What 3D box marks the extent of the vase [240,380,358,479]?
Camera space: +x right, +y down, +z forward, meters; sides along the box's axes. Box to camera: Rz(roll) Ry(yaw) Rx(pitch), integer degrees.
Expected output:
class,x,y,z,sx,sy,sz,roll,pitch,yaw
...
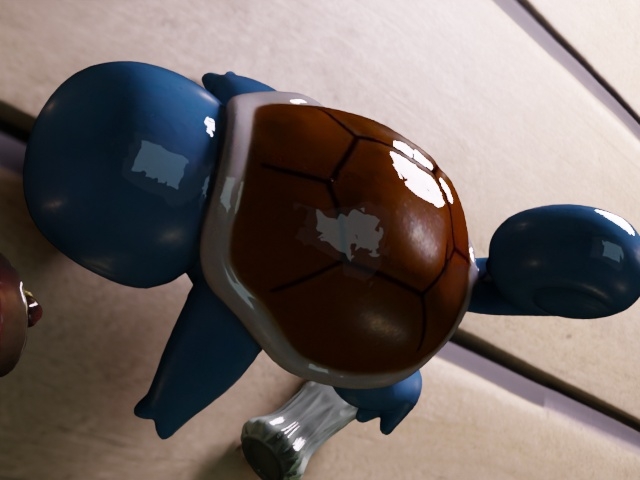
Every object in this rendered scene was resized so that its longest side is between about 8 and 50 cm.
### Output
class,x,y,z,sx,sy,sz,roll,pitch,yaw
vase,0.001,0.140,0.786,0.148,0.081,0.081,-36,112,-39

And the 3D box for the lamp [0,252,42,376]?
class,x,y,z,sx,sy,sz,roll,pitch,yaw
lamp,-0.262,0.044,0.446,0.258,0.180,0.180,4,83,-47

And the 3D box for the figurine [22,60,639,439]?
class,x,y,z,sx,sy,sz,roll,pitch,yaw
figurine,0.001,0.011,0.681,0.416,0.243,0.298,14,75,-6
